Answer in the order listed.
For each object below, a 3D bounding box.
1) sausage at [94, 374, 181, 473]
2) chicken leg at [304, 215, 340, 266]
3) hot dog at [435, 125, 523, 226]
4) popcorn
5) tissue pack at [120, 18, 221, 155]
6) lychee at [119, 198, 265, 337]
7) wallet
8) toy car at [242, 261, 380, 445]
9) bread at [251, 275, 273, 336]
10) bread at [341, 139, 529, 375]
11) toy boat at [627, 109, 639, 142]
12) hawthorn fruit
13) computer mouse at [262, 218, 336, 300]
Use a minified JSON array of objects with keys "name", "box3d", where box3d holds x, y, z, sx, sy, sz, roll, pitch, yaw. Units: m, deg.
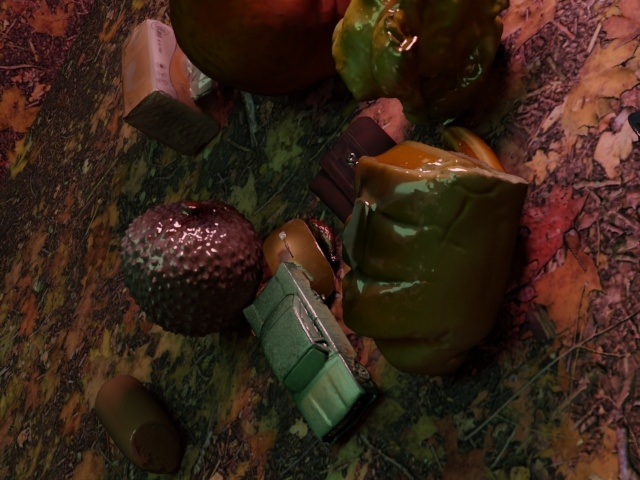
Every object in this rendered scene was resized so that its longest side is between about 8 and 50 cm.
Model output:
[{"name":"sausage","box3d":[-0.380,0.386,1.908,0.253,0.123,0.123,27,92,54]},{"name":"chicken leg","box3d":[0.001,-0.004,1.713,0.145,0.037,0.062,41,125,55]},{"name":"hot dog","box3d":[0.246,-0.096,1.415,0.249,0.068,0.100,-115,37,-49]},{"name":"popcorn","box3d":[0.149,-0.366,1.477,0.321,0.325,0.290,-55,23,-14]},{"name":"tissue pack","box3d":[-0.351,-0.406,2.256,0.238,0.238,0.305,-43,40,29]},{"name":"lychee","box3d":[-0.256,0.052,1.788,0.300,0.300,0.300,-30,48,40]},{"name":"wallet","box3d":[0.078,-0.115,1.668,0.182,0.049,0.229,-54,38,12]},{"name":"toy car","box3d":[-0.029,0.188,1.550,0.141,0.097,0.321,-50,49,19]},{"name":"bread","box3d":[-0.073,0.128,1.724,0.126,0.044,0.129,-6,60,42]},{"name":"bread","box3d":[0.129,0.027,1.326,0.300,0.210,0.341,-135,52,-63]},{"name":"toy boat","box3d":[0.458,-0.101,1.123,0.246,0.093,0.103,-119,39,-49]},{"name":"hawthorn fruit","box3d":[-0.112,-0.513,1.828,0.472,0.472,0.472,-30,48,40]},{"name":"computer mouse","box3d":[-0.042,0.039,1.692,0.102,0.045,0.199,-33,53,6]}]
